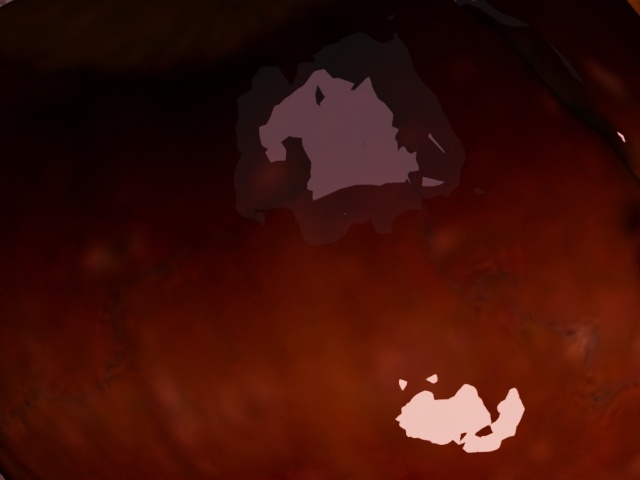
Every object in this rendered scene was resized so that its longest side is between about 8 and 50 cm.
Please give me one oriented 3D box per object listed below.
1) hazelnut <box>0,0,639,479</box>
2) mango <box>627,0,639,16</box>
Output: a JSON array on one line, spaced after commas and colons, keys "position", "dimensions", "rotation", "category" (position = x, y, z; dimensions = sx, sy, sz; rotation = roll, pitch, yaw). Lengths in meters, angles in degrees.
[{"position": [0.000, 0.000, 0.951], "dimensions": [0.429, 0.402, 0.402], "rotation": [-12, 60, 23], "category": "hazelnut"}, {"position": [0.163, -0.116, 1.121], "dimensions": [0.147, 0.109, 0.227], "rotation": [-20, 63, -6], "category": "mango"}]
